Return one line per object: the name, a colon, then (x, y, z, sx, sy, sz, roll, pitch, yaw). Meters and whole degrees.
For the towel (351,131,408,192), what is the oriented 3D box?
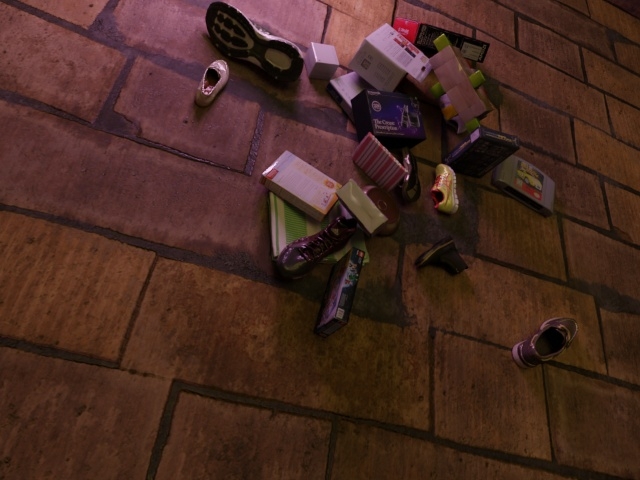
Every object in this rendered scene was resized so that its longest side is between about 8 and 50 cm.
towel: (0.208, -0.272, 1.663, 0.197, 0.144, 0.029, 46, 57, 2)

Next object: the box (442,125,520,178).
box: (0.615, -0.335, 1.820, 0.183, 0.233, 0.059, 10, 65, -19)

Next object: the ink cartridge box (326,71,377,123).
ink cartridge box: (0.168, -0.561, 1.851, 0.224, 0.045, 0.223, -32, 82, -34)

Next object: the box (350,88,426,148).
box: (0.255, -0.450, 1.762, 0.261, 0.103, 0.185, -5, 78, -34)

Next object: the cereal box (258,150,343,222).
cereal box: (-0.056, -0.179, 1.528, 0.240, 0.047, 0.173, 33, 45, 4)

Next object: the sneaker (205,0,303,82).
sneaker: (-0.232, -0.724, 1.735, 0.410, 0.158, 0.182, 33, 26, -3)

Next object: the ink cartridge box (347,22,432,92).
ink cartridge box: (0.292, -0.701, 1.880, 0.271, 0.130, 0.309, 38, 40, -2)

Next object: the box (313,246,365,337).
box: (0.055, 0.151, 1.374, 0.044, 0.159, 0.233, 24, 58, -11)

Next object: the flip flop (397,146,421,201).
flip flop: (0.310, -0.239, 1.731, 0.112, 0.080, 0.277, 51, 30, -40)

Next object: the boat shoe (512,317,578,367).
boat shoe: (0.809, 0.345, 1.644, 0.324, 0.097, 0.117, -17, 73, -30)

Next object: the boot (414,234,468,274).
boot: (0.426, 0.078, 1.630, 0.197, 0.077, 0.137, -30, 85, -31)

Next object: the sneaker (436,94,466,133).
sneaker: (0.546, -0.545, 1.996, 0.094, 0.080, 0.212, -37, 85, -22)

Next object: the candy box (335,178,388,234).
candy box: (0.130, -0.095, 1.474, 0.070, 0.196, 0.165, -41, 83, 2)

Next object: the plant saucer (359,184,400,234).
plant saucer: (0.206, -0.114, 1.631, 0.198, 0.036, 0.199, 16, 57, -26)

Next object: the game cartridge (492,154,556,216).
game cartridge: (0.867, -0.246, 1.997, 0.294, 0.060, 0.196, 29, 53, -8)

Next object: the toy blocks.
toy blocks: (0.581, -0.622, 1.898, 0.261, 0.190, 0.382, -27, 88, -56)

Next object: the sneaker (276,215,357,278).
sneaker: (0.000, 0.000, 1.378, 0.281, 0.162, 0.106, -33, 81, -35)

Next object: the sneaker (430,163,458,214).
sneaker: (0.456, -0.200, 1.775, 0.094, 0.081, 0.209, 4, 64, -19)

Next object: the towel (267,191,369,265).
towel: (-0.006, -0.039, 1.517, 0.324, 0.038, 0.248, 3, 63, -22)

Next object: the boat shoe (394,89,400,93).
boat shoe: (0.310, -0.585, 1.928, 0.045, 0.050, 0.135, -15, 71, -45)

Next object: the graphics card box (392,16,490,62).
graphics card box: (0.526, -0.885, 2.080, 0.370, 0.094, 0.233, 4, 27, -21)

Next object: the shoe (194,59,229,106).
shoe: (-0.361, -0.544, 1.602, 0.076, 0.058, 0.219, 23, 58, -12)

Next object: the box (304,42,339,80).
box: (0.003, -0.689, 1.817, 0.101, 0.087, 0.101, -2, 66, -24)
